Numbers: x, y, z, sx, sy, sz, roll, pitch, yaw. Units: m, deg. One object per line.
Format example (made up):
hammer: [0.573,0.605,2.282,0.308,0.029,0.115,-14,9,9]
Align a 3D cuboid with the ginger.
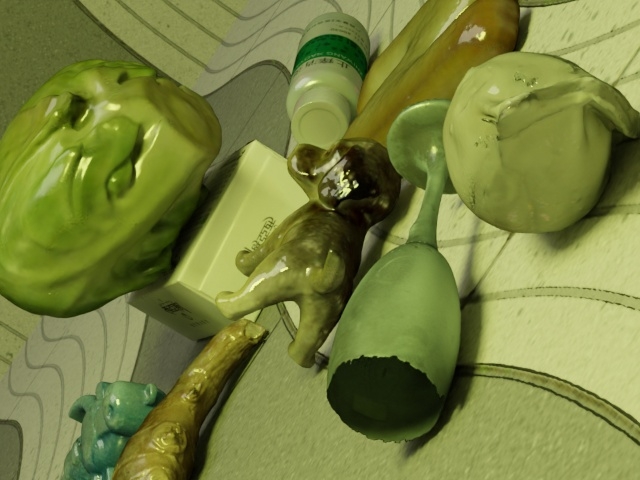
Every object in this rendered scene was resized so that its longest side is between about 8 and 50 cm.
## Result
ginger: [-0.159,0.217,1.772,0.148,0.081,0.334,113,-177,-61]

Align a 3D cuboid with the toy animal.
toy animal: [-0.006,0.003,1.591,0.168,0.121,0.233,-46,14,33]

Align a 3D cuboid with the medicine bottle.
medicine bottle: [0.010,-0.191,2.069,0.095,0.095,0.260,-51,15,26]

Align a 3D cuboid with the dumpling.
dumpling: [0.155,-0.069,1.175,0.199,0.136,0.118,86,177,-78]

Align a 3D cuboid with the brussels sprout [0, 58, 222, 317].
brussels sprout: [-0.261,-0.058,1.960,0.328,0.247,0.328,-37,36,33]

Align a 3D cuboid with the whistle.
whistle: [-0.252,0.246,2.005,0.269,0.093,0.180,-49,38,38]

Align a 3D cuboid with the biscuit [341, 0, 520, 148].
biscuit: [0.112,-0.179,1.725,0.290,0.062,0.237,-45,17,40]

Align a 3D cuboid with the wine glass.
wine glass: [0.061,0.080,1.364,0.309,0.096,0.264,-73,-3,-49]

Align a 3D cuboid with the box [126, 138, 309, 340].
box: [-0.119,0.006,2.036,0.194,0.111,0.260,-62,16,-15]
